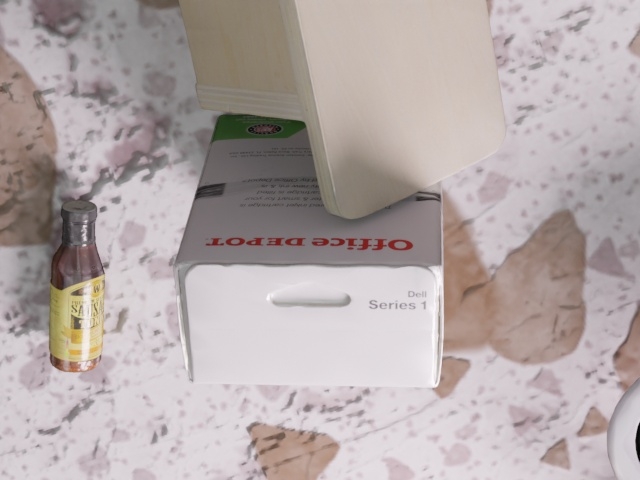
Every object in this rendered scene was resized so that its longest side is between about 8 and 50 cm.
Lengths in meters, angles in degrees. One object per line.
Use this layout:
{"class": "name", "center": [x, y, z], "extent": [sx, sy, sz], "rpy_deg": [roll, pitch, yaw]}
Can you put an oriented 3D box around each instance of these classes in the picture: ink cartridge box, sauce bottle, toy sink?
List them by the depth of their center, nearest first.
{"class": "toy sink", "center": [0.005, -0.150, 0.904], "extent": [0.152, 0.131, 0.234], "rpy_deg": [-26, 113, -34]}
{"class": "ink cartridge box", "center": [0.000, 0.000, 0.942], "extent": [0.160, 0.219, 0.093], "rpy_deg": [0, 120, 5]}
{"class": "sauce bottle", "center": [-0.180, 0.034, 1.070], "extent": [0.042, 0.042, 0.128], "rpy_deg": [5, 114, 2]}

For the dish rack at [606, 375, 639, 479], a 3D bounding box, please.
{"class": "dish rack", "center": [0.389, 0.109, 0.989], "extent": [0.285, 0.072, 0.333], "rpy_deg": [42, 94, 1]}
